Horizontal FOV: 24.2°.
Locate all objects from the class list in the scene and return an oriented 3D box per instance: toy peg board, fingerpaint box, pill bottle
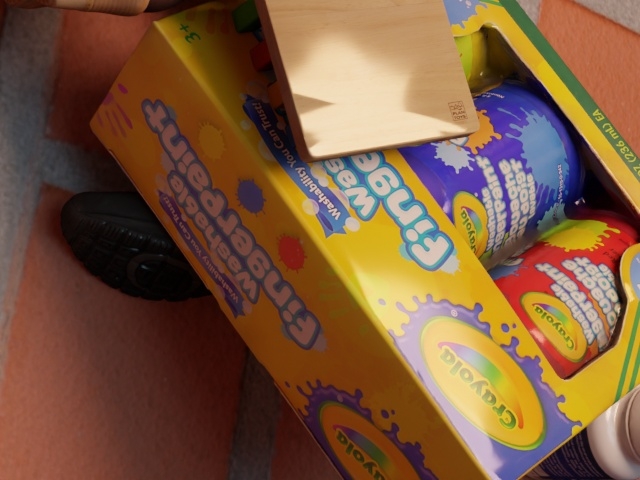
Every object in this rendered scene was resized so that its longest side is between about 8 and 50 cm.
[{"bbox_3d":[0.018,-0.138,1.152,0.161,0.079,0.160,-11,82,-32],"label":"toy peg board"},{"bbox_3d":[0.090,-0.025,1.266,0.371,0.163,0.445,-28,78,-40],"label":"fingerpaint box"},{"bbox_3d":[0.291,0.192,1.540,0.112,0.187,0.112,7,79,-37],"label":"pill bottle"}]

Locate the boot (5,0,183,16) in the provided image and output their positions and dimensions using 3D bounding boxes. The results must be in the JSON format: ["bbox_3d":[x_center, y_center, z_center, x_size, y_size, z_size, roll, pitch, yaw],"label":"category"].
[{"bbox_3d":[-0.151,-0.238,1.207,0.207,0.248,0.090,-13,118,-23],"label":"boot"}]

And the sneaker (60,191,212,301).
[{"bbox_3d":[-0.092,-0.013,1.321,0.286,0.109,0.130,12,62,-28],"label":"sneaker"}]
